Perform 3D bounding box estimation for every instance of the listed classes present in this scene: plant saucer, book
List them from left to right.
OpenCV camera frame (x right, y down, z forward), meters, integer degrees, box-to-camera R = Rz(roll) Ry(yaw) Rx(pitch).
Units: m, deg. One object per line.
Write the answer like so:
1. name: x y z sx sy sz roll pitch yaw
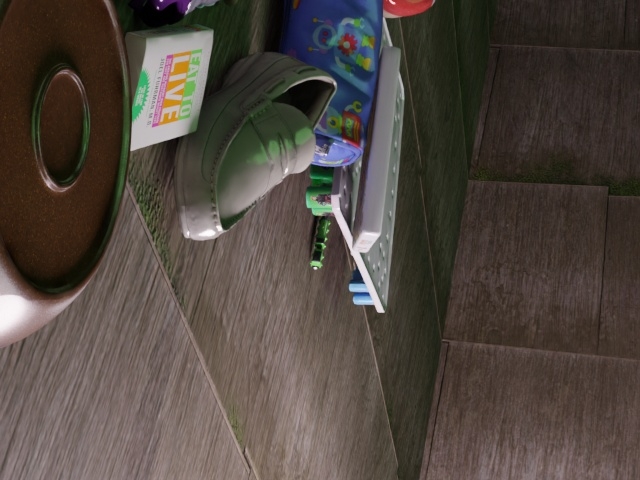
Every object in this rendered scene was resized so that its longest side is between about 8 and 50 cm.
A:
1. plant saucer: -0.194 -0.078 0.888 0.310 0.050 0.310 3 90 -76
2. book: -0.137 -0.133 1.099 0.144 0.035 0.096 -36 144 -69

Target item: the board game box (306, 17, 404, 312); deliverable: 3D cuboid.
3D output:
1. board game box: 0.057 -0.143 1.874 0.390 0.050 0.389 64 30 -63

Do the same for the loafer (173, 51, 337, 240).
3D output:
1. loafer: -0.062 -0.103 1.295 0.319 0.112 0.112 -68 157 -53

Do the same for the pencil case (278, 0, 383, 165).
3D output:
1. pencil case: 0.004 -0.239 1.528 0.133 0.119 0.306 13 80 -34

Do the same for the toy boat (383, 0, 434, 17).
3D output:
1. toy boat: 0.103 -0.408 1.695 0.151 0.151 0.231 -51 126 -48

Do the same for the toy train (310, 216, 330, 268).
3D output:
1. toy train: 0.000 0.000 1.787 0.023 0.017 0.083 96 4 -63

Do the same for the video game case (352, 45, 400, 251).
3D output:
1. video game case: 0.067 -0.107 1.615 0.206 0.026 0.226 107 -11 -84

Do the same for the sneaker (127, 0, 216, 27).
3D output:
1. sneaker: -0.125 -0.230 1.137 0.098 0.083 0.224 -52 177 4

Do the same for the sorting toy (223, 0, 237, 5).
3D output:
1. sorting toy: -0.090 -0.367 1.276 0.208 0.038 0.193 81 18 -59
